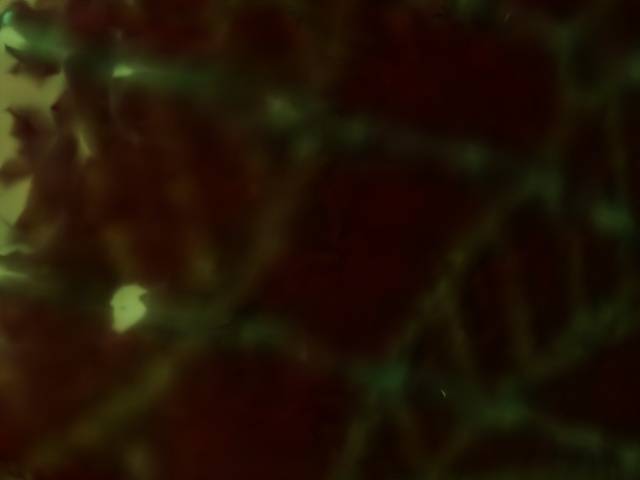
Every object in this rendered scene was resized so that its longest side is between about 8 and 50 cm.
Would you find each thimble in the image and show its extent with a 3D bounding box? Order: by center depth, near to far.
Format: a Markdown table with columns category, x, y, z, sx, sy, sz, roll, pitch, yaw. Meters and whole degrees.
| category | x | y | z | sx | sy | sz | roll | pitch | yaw |
| --- | --- | --- | --- | --- | --- | --- | --- | --- | --- |
| thimble | -0.034 | -0.026 | 0.624 | 0.350 | 0.350 | 0.231 | 16 | 89 | 59 |
